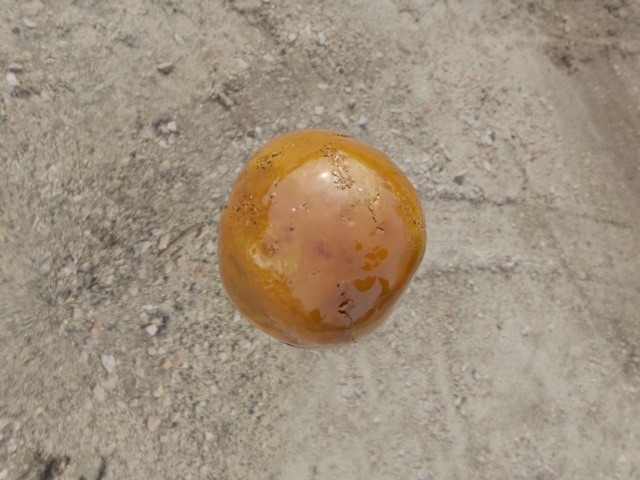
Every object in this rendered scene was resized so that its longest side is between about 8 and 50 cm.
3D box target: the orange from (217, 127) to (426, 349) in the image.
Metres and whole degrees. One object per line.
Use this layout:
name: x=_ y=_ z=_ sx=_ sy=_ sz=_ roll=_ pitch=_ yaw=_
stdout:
orange: x=0.000 y=0.000 z=0.564 sx=0.239 sy=0.240 sz=0.240 roll=4 pitch=82 yaw=-28
